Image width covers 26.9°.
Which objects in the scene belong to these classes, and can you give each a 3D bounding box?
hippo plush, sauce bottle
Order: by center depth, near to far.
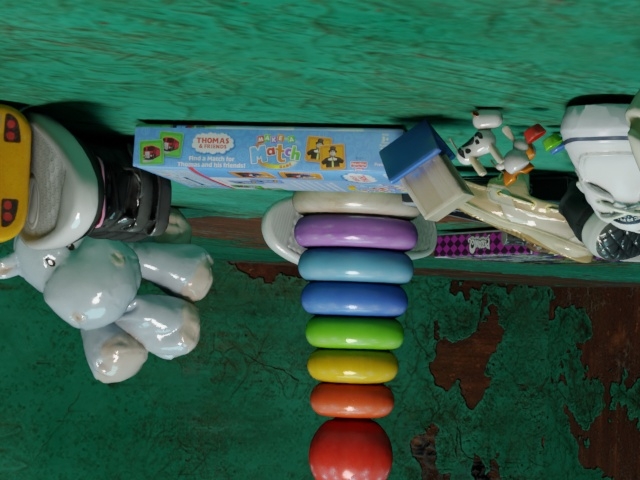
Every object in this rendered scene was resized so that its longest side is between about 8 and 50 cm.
[{"bbox_3d":[-0.278,0.016,1.713,0.294,0.234,0.236,45,171,21],"label":"hippo plush"},{"bbox_3d":[0.303,-0.003,1.767,0.128,0.042,0.042,5,176,-11],"label":"sauce bottle"}]

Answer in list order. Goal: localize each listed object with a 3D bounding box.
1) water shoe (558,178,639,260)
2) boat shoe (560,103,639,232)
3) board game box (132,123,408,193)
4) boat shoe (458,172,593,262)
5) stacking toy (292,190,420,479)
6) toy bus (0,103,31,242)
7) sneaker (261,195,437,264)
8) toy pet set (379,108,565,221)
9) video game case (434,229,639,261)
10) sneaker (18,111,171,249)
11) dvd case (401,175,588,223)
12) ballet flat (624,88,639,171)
[{"bbox_3d":[0.301,-0.038,1.181,0.203,0.073,0.080,-7,-139,-32],"label":"water shoe"},{"bbox_3d":[0.223,-0.044,0.935,0.083,0.076,0.226,1,176,26],"label":"boat shoe"},{"bbox_3d":[-0.027,-0.065,1.097,0.211,0.039,0.160,3,176,11],"label":"board game box"},{"bbox_3d":[0.180,-0.036,1.236,0.170,0.059,0.063,24,-175,5],"label":"boat shoe"},{"bbox_3d":[0.031,0.106,1.423,0.141,0.330,0.141,3,176,0],"label":"stacking toy"},{"bbox_3d":[-0.315,-0.048,1.046,0.130,0.108,0.333,4,176,-27],"label":"toy bus"},{"bbox_3d":[0.000,0.000,1.587,0.256,0.094,0.151,3,171,-43],"label":"sneaker"},{"bbox_3d":[0.107,-0.069,0.967,0.114,0.065,0.122,-34,169,14],"label":"toy pet set"},{"bbox_3d":[0.314,0.010,1.940,0.210,0.042,0.232,4,176,-31],"label":"video game case"},{"bbox_3d":[-0.179,-0.046,1.092,0.147,0.104,0.296,3,-177,-23],"label":"sneaker"},{"bbox_3d":[0.218,-0.038,1.390,0.179,0.029,0.239,0,176,33],"label":"dvd case"},{"bbox_3d":[0.218,-0.056,0.632,0.147,0.147,0.409,3,173,2],"label":"ballet flat"}]
